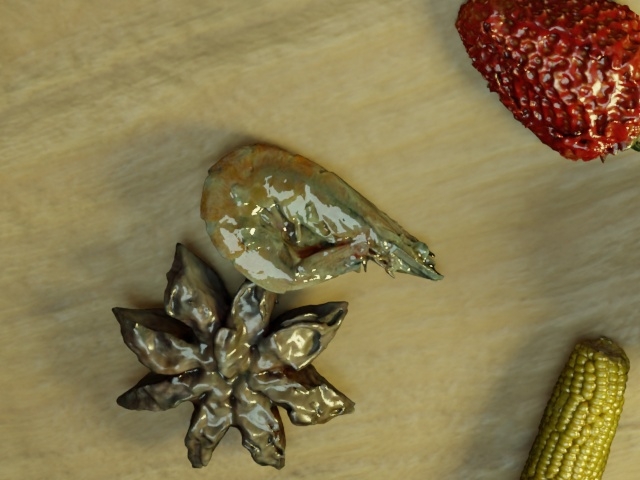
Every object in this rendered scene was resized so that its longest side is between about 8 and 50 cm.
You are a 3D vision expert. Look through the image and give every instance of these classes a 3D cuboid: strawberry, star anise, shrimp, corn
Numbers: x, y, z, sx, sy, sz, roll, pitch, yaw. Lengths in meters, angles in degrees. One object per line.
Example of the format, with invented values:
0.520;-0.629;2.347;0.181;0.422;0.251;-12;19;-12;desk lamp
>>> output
0.282;-0.187;1.711;0.286;0.106;0.188;26;110;-2;strawberry
-0.113;0.153;1.885;0.332;0.117;0.331;1;105;5;star anise
0.000;0.000;1.822;0.317;0.062;0.164;26;85;-10;shrimp
0.309;0.272;1.882;0.101;0.101;0.310;17;112;1;corn
